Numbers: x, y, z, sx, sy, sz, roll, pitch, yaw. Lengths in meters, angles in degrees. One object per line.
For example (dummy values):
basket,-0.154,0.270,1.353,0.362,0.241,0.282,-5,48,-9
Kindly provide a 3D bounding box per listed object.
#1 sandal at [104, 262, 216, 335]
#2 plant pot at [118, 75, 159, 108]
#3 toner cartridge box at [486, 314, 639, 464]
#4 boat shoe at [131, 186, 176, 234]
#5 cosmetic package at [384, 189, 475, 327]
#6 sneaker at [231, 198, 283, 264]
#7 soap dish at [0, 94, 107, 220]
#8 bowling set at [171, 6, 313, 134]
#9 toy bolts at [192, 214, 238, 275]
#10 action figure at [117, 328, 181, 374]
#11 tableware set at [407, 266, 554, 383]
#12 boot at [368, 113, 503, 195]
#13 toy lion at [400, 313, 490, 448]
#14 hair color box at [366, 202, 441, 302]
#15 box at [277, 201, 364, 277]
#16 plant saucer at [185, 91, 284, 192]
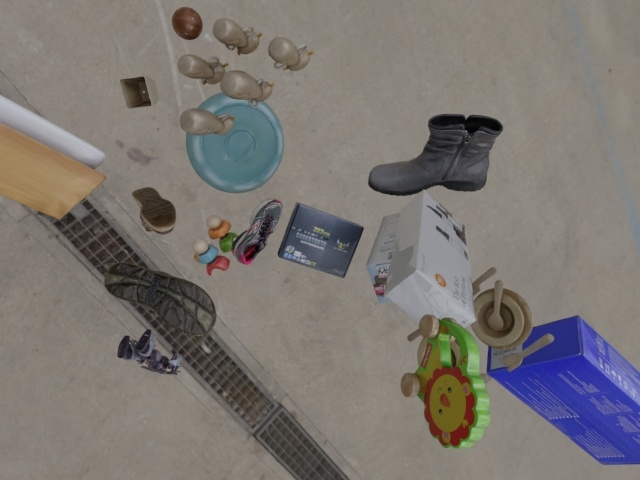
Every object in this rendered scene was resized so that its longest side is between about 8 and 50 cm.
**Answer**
sandal,-0.295,0.107,0.776,0.219,0.060,0.090,20,80,1
plant pot,-0.684,-0.570,1.582,0.109,0.096,0.109,-3,113,11
toner cartridge box,0.468,0.272,0.711,0.348,0.165,0.075,39,49,-16
boat shoe,-0.648,-0.095,1.621,0.123,0.342,0.123,-22,129,-31
cosmetic package,0.157,0.021,0.579,0.099,0.060,0.239,37,33,-7
sneaker,-0.240,-0.032,1.677,0.121,0.112,0.299,28,97,-36
soap dish,-0.459,-0.128,0.615,0.229,0.291,0.118,30,81,-32
bowling set,-0.172,-0.348,0.787,0.200,0.287,0.154,62,21,-3
toy bolts,-0.464,0.020,1.672,0.218,0.228,0.158,-22,126,13
action figure,-0.610,0.421,1.503,0.185,0.285,0.099,-2,57,5
tableware set,0.216,0.146,0.604,0.039,0.128,0.194,9,132,-49
boot,0.289,-0.237,1.100,0.222,0.338,0.118,73,15,-53
toy lion,0.117,0.128,0.373,0.034,0.096,0.100,13,96,-21
hair color box,0.255,0.021,1.139,0.374,0.185,0.113,-55,129,-63
box,0.000,0.000,1.323,0.233,0.059,0.183,20,96,-15
plant saucer,-0.253,-0.300,1.288,0.317,0.044,0.317,-10,112,-26
